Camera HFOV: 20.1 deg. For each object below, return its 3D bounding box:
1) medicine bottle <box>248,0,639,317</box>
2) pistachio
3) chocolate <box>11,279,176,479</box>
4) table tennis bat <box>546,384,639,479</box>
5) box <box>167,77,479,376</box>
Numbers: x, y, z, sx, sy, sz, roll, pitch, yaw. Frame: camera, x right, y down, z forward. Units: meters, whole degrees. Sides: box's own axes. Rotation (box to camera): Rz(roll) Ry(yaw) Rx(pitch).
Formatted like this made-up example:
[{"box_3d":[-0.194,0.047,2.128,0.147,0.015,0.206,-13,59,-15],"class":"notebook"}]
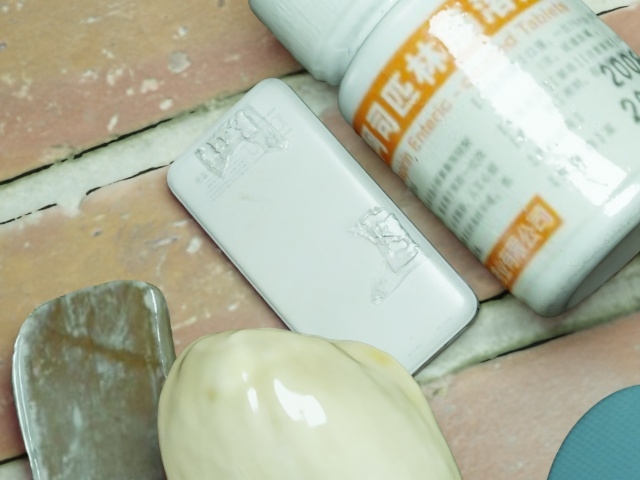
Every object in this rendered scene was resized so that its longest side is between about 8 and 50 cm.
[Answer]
[{"box_3d":[0.132,-0.133,1.490,0.211,0.211,0.371,-44,78,1],"class":"medicine bottle"},{"box_3d":[0.006,0.197,1.463,0.214,0.193,0.318,-39,90,-14],"class":"pistachio"},{"box_3d":[-0.172,0.169,1.564,0.157,0.080,0.254,-16,78,22],"class":"chocolate"},{"box_3d":[0.246,0.273,1.453,0.215,0.044,0.329,31,107,45],"class":"table tennis bat"},{"box_3d":[0.000,0.000,1.579,0.142,0.044,0.285,-42,78,4],"class":"box"}]
